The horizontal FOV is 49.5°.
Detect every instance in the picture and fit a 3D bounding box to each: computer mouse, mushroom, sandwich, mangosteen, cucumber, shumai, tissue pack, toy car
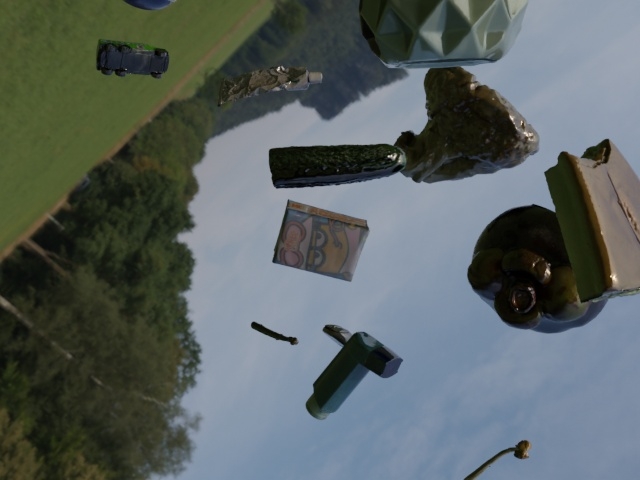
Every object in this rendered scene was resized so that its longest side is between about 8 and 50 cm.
[{"bbox_3d":[0.048,0.224,1.641,0.066,0.096,0.039,20,-109,53],"label":"computer mouse"},{"bbox_3d":[0.215,0.383,1.064,0.286,0.026,0.028,-46,169,28],"label":"mushroom"},{"bbox_3d":[0.411,-0.034,0.933,0.245,0.212,0.063,-4,167,-39],"label":"sandwich"},{"bbox_3d":[0.420,0.061,1.327,0.233,0.288,0.287,-53,-163,7],"label":"mangosteen"},{"bbox_3d":[0.032,-0.131,1.203,0.241,0.074,0.074,-3,-160,-3],"label":"cucumber"},{"bbox_3d":[0.306,-0.220,1.560,0.262,0.314,0.267,-51,152,7],"label":"shumai"},{"bbox_3d":[0.000,0.000,1.266,0.065,0.155,0.115,-86,-168,-68],"label":"tissue pack"},{"bbox_3d":[-0.429,-0.416,1.579,0.062,0.165,0.071,55,-44,39],"label":"toy car"}]

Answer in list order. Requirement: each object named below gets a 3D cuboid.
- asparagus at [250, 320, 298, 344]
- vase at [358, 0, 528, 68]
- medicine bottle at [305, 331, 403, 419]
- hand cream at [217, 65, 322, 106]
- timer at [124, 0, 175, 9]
[{"bbox_3d":[-0.085,0.171,1.274,0.127,0.015,0.018,14,-106,45],"label":"asparagus"},{"bbox_3d":[0.112,-0.349,0.648,0.165,0.360,0.165,-2,-171,0],"label":"vase"},{"bbox_3d":[0.067,0.316,1.579,0.079,0.124,0.258,2,132,-54],"label":"medicine bottle"},{"bbox_3d":[-0.123,-0.375,1.659,0.257,0.050,0.084,-5,-116,8],"label":"hand cream"},{"bbox_3d":[-0.385,-0.537,1.239,0.270,0.383,0.270,-38,153,-23],"label":"timer"}]
